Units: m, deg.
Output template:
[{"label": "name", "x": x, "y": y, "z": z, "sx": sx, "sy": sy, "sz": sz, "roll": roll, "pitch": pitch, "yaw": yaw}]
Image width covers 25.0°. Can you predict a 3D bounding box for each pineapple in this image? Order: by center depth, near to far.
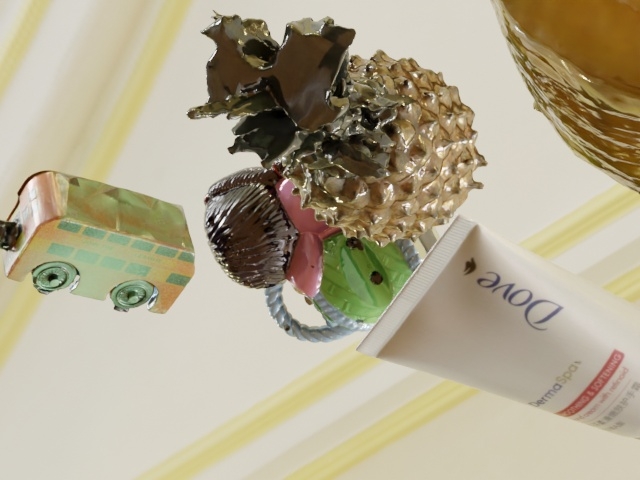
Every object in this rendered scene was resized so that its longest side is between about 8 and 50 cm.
[{"label": "pineapple", "x": 0.004, "y": -0.035, "z": 0.371, "sx": 0.058, "sy": 0.124, "sz": 0.058, "roll": -4, "pitch": -104, "yaw": 17}]

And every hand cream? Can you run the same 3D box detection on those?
[{"label": "hand cream", "x": 0.164, "y": 0.069, "z": 0.991, "sx": 0.248, "sy": 0.083, "sz": 0.133, "roll": 20, "pitch": -57, "yaw": -19}]

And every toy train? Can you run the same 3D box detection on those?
[{"label": "toy train", "x": -0.200, "y": 0.004, "z": 1.301, "sx": 0.099, "sy": 0.188, "sz": 0.072, "roll": -48, "pitch": -139, "yaw": 33}]

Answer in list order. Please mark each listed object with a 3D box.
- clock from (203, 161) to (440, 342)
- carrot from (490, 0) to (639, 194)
[{"label": "clock", "x": 0.000, "y": 0.000, "z": 1.363, "sx": 0.195, "sy": 0.100, "sz": 0.194, "roll": -24, "pitch": -82, "yaw": 21}, {"label": "carrot", "x": 0.197, "y": -0.146, "z": 0.690, "sx": 0.241, "sy": 0.340, "sz": 0.241, "roll": -2, "pitch": -97, "yaw": 14}]
